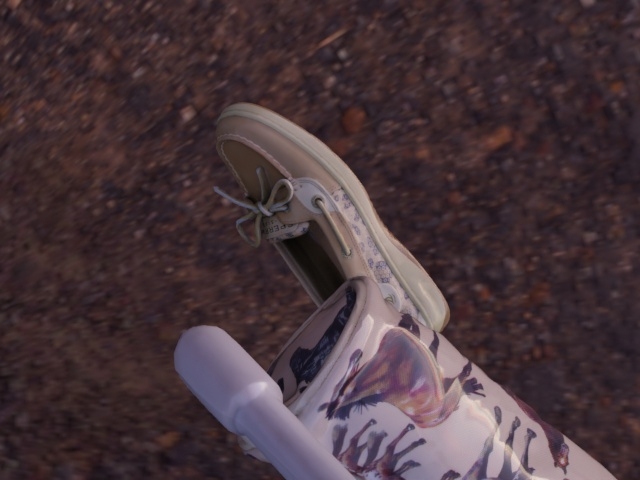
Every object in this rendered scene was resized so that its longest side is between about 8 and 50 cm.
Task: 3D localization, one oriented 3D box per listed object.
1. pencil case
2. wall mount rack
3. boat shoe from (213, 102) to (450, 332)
[{"bbox_3d":[0.118,0.202,1.382,0.410,0.160,0.183,39,36,-17],"label":"pencil case"},{"bbox_3d":[0.039,0.190,0.410,0.304,0.130,0.350,-80,153,-46],"label":"wall mount rack"},{"bbox_3d":[0.000,0.000,1.588,0.285,0.104,0.089,47,63,-11],"label":"boat shoe"}]
